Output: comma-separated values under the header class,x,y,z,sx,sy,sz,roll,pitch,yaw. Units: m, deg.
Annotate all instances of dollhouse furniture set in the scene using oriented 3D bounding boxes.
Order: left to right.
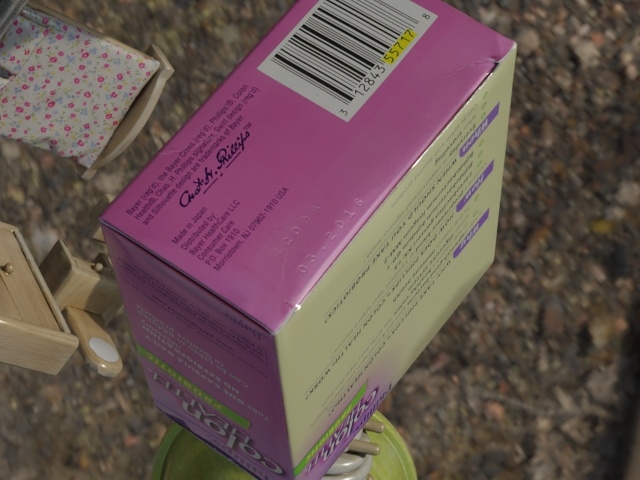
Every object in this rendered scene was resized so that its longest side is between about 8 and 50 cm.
class,x,y,z,sx,sy,sz,roll,pitch,yaw
dollhouse furniture set,-0.203,-0.067,1.462,0.303,0.174,0.355,21,115,-44

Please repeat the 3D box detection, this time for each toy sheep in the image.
class,x,y,z,sx,sy,sz,roll,pitch,yaw
toy sheep,0.004,0.181,1.352,0.091,0.091,0.132,-1,120,-21

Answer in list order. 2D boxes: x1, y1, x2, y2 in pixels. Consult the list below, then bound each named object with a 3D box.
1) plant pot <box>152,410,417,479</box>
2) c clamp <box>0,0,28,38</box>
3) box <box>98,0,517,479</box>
class,x,y,z,sx,sy,sz,roll,pitch,yaw
plant pot,-0.044,0.315,1.563,0.276,0.254,0.276,2,119,3
c clamp,-0.144,-0.112,0.763,0.022,0.137,0.161,35,111,-17
box,0.000,0.000,0.932,0.213,0.117,0.243,-50,159,-22
